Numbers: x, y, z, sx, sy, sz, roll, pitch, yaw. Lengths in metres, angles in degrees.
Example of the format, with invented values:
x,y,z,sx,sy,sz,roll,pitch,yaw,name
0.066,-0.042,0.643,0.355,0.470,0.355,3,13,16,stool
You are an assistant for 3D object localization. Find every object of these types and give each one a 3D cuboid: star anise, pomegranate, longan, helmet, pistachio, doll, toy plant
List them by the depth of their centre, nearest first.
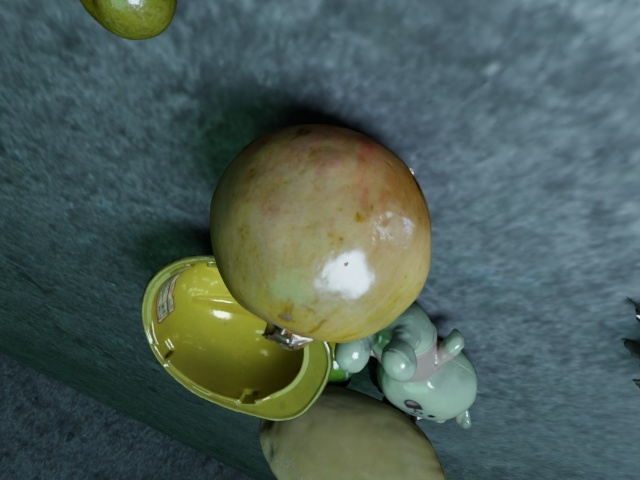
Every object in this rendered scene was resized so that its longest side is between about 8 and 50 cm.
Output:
x,y,z,sx,sy,sz,roll,pitch,yaw,name
-0.144,-0.180,0.350,0.075,0.083,0.075,11,108,35,longan
0.000,-0.004,0.418,0.191,0.191,0.191,16,146,11,pomegranate
0.131,0.164,0.650,0.154,0.113,0.275,-9,142,35,doll
-0.098,0.105,0.667,0.256,0.140,0.205,29,111,1,helmet
0.052,0.305,0.668,0.292,0.182,0.162,25,150,19,pistachio
0.009,0.192,0.767,0.092,0.093,0.162,21,146,3,toy plant
0.117,0.238,0.783,0.129,0.056,0.124,50,-168,20,star anise

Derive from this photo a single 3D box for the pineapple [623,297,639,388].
x,y,z,sx,sy,sz,roll,pitch,yaw,name
0.453,0.139,0.400,0.364,0.166,0.166,5,143,40,pineapple
